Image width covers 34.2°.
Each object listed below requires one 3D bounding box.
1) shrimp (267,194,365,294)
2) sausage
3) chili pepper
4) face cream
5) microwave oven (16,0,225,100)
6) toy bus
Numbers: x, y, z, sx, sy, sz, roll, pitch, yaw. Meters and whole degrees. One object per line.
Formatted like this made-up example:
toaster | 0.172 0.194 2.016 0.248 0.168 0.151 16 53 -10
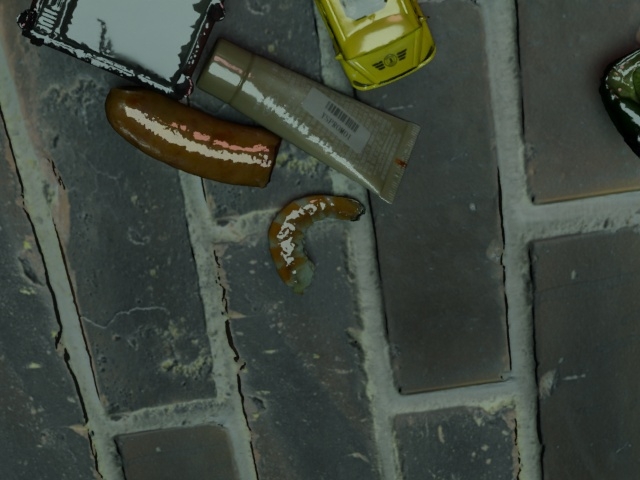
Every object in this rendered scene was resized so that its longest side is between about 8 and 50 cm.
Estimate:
shrimp | 0.000 0.000 1.666 0.166 0.049 0.161 -17 113 -3
sausage | -0.193 -0.157 1.554 0.270 0.109 0.109 21 112 -12
chili pepper | 0.537 -0.256 1.536 0.264 0.116 0.148 -36 100 13
face cream | -0.017 -0.188 1.549 0.341 0.084 0.137 26 71 -13
microwave oven | -0.264 -0.320 1.432 0.247 0.178 0.188 23 110 -12
toy bus | 0.050 -0.362 1.436 0.144 0.152 0.330 -23 113 8
